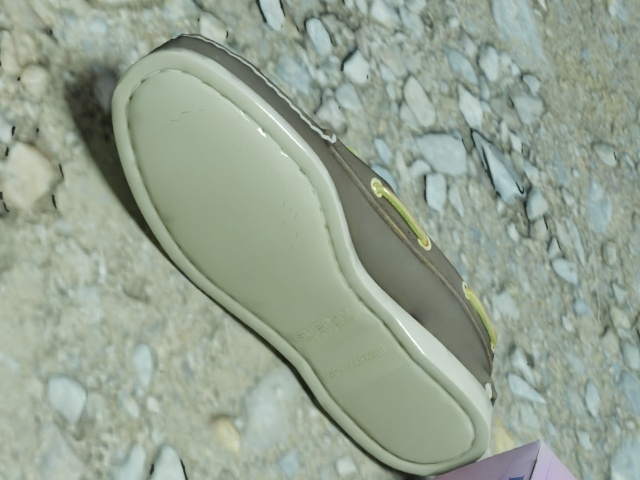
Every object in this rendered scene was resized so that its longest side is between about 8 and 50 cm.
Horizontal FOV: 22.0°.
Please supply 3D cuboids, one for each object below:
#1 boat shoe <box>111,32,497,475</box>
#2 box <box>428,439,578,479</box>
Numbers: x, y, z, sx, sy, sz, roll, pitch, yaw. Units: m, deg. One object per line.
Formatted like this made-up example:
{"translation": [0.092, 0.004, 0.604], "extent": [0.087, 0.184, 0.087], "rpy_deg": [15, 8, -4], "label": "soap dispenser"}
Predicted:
{"translation": [0.000, 0.000, 0.980], "extent": [0.324, 0.116, 0.097], "rpy_deg": [50, 35, -22], "label": "boat shoe"}
{"translation": [0.131, 0.284, 0.954], "extent": [0.243, 0.117, 0.213], "rpy_deg": [49, 40, -18], "label": "box"}
